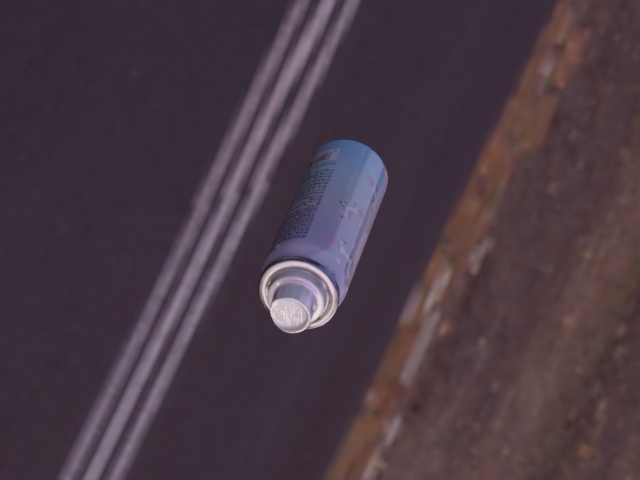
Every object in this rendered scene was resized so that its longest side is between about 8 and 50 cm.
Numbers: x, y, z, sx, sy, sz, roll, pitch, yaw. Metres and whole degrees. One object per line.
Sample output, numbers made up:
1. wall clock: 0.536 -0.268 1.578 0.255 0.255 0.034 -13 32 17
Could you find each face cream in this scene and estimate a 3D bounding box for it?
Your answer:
1. face cream: 0.000 0.000 1.591 0.229 0.075 0.075 -67 169 -55
